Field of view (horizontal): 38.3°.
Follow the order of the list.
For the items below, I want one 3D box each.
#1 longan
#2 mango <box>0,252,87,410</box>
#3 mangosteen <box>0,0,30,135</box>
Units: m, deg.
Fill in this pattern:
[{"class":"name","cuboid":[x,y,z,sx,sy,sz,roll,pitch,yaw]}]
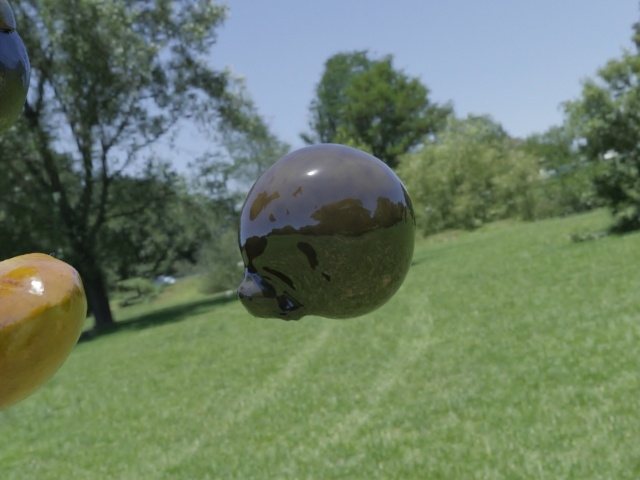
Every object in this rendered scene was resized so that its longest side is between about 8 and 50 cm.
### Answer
[{"class":"longan","cuboid":[0.000,0.000,0.928,0.204,0.185,0.159,-42,-23,-12]},{"class":"mango","cuboid":[-0.317,0.094,0.926,0.187,0.138,0.257,-34,11,-25]},{"class":"mangosteen","cuboid":[-0.415,-0.194,1.004,0.209,0.210,0.210,-12,-2,0]}]
